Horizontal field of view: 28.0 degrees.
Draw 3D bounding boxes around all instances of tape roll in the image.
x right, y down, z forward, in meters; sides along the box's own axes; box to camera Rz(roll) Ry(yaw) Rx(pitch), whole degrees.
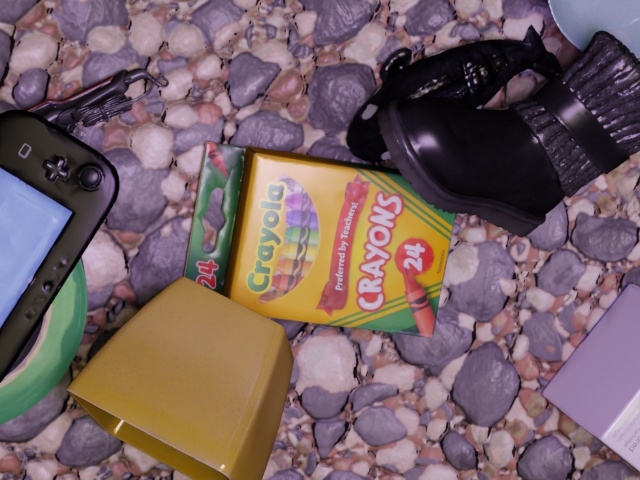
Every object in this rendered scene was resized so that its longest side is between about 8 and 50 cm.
[{"bbox_3d":[-0.438,0.066,1.518,0.321,0.077,0.321,-2,100,-12],"label":"tape roll"}]

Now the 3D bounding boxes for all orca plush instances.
[{"bbox_3d":[0.174,-0.173,1.596,0.287,0.102,0.151,-13,103,-10],"label":"orca plush"}]

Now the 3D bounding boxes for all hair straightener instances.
[{"bbox_3d":[-0.281,-0.140,1.513,0.230,0.089,0.047,-24,132,-12],"label":"hair straightener"}]

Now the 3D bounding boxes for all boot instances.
[{"bbox_3d":[0.249,-0.144,1.508,0.260,0.131,0.348,-37,149,27],"label":"boot"}]

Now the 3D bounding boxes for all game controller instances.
[{"bbox_3d":[-0.367,0.014,1.451,0.166,0.067,0.319,32,91,-16],"label":"game controller"}]

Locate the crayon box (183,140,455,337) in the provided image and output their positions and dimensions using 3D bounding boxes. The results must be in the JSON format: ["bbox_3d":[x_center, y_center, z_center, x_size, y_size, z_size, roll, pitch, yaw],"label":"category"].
[{"bbox_3d":[0.000,0.000,1.601,0.318,0.081,0.202,7,99,-13],"label":"crayon box"}]

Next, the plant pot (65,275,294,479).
[{"bbox_3d":[-0.141,0.170,1.520,0.212,0.212,0.187,26,72,14],"label":"plant pot"}]

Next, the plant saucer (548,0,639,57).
[{"bbox_3d":[0.362,-0.318,1.571,0.195,0.037,0.195,-3,102,-12],"label":"plant saucer"}]

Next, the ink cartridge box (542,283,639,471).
[{"bbox_3d":[0.480,0.229,1.688,0.270,0.197,0.198,38,91,-16],"label":"ink cartridge box"}]

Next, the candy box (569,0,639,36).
[{"bbox_3d":[0.360,-0.377,1.617,0.165,0.070,0.196,32,91,-16],"label":"candy box"}]
